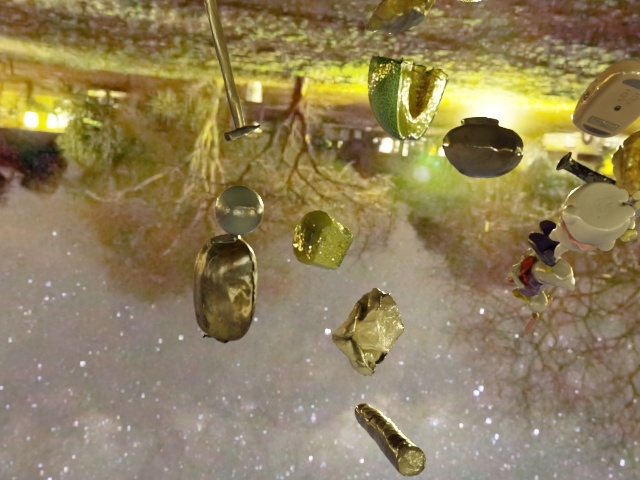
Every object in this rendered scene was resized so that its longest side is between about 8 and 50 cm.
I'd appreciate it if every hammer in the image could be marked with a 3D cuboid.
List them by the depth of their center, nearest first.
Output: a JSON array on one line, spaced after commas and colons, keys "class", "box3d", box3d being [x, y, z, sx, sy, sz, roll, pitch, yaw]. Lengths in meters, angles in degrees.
[{"class": "hammer", "box3d": [-0.126, -0.239, 0.792, 0.013, 0.198, 0.062, 6, -155, 42]}]

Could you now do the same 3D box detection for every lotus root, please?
[{"class": "lotus root", "box3d": [-0.243, 0.117, 1.486, 0.160, 0.274, 0.152, 1, -169, -17]}]

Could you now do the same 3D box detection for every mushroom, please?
[{"class": "mushroom", "box3d": [0.383, -0.212, 1.317, 0.188, 0.141, 0.117, 1, -176, -19]}]

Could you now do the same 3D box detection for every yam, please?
[{"class": "yam", "box3d": [0.129, 0.385, 1.154, 0.061, 0.061, 0.274, 3, -178, -14]}]

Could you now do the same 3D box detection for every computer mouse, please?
[{"class": "computer mouse", "box3d": [0.728, -0.350, 1.430, 0.145, 0.082, 0.236, 18, 150, -2]}]

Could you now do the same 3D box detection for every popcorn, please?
[{"class": "popcorn", "box3d": [0.708, -0.157, 1.255, 0.180, 0.179, 0.170, -4, 180, -44]}]

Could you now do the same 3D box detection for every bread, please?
[{"class": "bread", "box3d": [0.000, 0.000, 1.357, 0.114, 0.129, 0.111, 25, -173, -43]}, {"class": "bread", "box3d": [0.254, -0.704, 1.788, 0.233, 0.088, 0.160, -25, 166, -19]}]

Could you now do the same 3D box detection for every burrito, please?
[{"class": "burrito", "box3d": [0.143, 0.297, 1.881, 0.135, 0.190, 0.332, -10, -166, 32]}]

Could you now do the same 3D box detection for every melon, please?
[{"class": "melon", "box3d": [0.168, -0.314, 1.292, 0.129, 0.169, 0.265, 18, -164, 28]}]

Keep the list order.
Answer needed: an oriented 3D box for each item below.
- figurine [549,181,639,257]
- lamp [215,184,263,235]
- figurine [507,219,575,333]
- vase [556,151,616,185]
[{"class": "figurine", "box3d": [0.571, -0.033, 1.227, 0.155, 0.127, 0.235, -23, 160, 3]}, {"class": "lamp", "box3d": [-0.171, -0.063, 1.225, 0.105, 0.105, 0.105, 5, -170, -1]}, {"class": "figurine", "box3d": [0.716, 0.126, 1.880, 0.193, 0.420, 0.154, 35, -121, 22]}, {"class": "vase", "box3d": [0.693, -0.164, 1.494, 0.167, 0.059, 0.059, 30, -170, -1]}]
